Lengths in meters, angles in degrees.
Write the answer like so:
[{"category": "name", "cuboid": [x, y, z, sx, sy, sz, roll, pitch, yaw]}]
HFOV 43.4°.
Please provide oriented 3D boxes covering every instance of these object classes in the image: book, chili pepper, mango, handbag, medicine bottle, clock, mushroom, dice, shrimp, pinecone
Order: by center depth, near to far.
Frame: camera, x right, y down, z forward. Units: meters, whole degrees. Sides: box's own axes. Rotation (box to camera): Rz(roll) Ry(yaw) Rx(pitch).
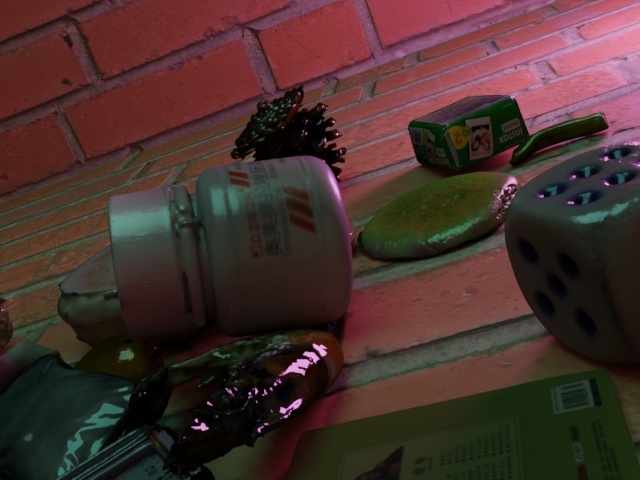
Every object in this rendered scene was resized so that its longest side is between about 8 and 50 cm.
[{"category": "book", "cuboid": [0.122, 0.225, 0.783, 0.352, 0.035, 0.239, -17, 18, 17]}, {"category": "clock", "cuboid": [-0.234, 0.311, 0.863, 0.253, 0.083, 0.186, -30, 20, -22]}, {"category": "dice", "cuboid": [0.333, 0.010, 0.889, 0.193, 0.191, 0.194, -26, 18, -13]}, {"category": "shrimp", "cuboid": [-0.120, 0.175, 0.963, 0.272, 0.085, 0.445, -7, 6, 11]}, {"category": "handbag", "cuboid": [-0.377, 0.258, 1.129, 0.332, 0.075, 0.191, 5, 52, 45]}, {"category": "medicine bottle", "cuboid": [-0.133, 0.016, 1.184, 0.325, 0.256, 0.256, -7, 17, -9]}, {"category": "mango", "cuboid": [-0.317, 0.199, 1.253, 0.178, 0.090, 0.115, -16, 28, 41]}, {"category": "mushroom", "cuboid": [-0.504, 0.206, 1.295, 0.099, 0.096, 0.278, -11, -10, 10]}, {"category": "chili pepper", "cuboid": [0.450, -0.198, 1.540, 0.202, 0.050, 0.052, -22, -17, 7]}, {"category": "pinecone", "cuboid": [-0.062, -0.205, 1.820, 0.264, 0.264, 0.264, -20, 19, 7]}]

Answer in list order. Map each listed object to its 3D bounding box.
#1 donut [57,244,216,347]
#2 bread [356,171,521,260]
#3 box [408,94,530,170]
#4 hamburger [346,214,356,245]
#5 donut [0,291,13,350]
[{"category": "donut", "cuboid": [-0.283, 0.073, 1.460, 0.383, 0.142, 0.382, -19, 20, 7]}, {"category": "bread", "cuboid": [0.203, -0.051, 1.417, 0.302, 0.045, 0.301, -20, 18, 7]}, {"category": "box", "cuboid": [0.294, -0.222, 1.653, 0.180, 0.103, 0.250, -25, 15, -7]}, {"category": "hamburger", "cuboid": [0.000, 0.000, 1.443, 0.127, 0.081, 0.141, -19, 6, 18]}, {"category": "donut", "cuboid": [-0.751, 0.242, 1.505, 0.307, 0.150, 0.371, -22, 19, 2]}]
